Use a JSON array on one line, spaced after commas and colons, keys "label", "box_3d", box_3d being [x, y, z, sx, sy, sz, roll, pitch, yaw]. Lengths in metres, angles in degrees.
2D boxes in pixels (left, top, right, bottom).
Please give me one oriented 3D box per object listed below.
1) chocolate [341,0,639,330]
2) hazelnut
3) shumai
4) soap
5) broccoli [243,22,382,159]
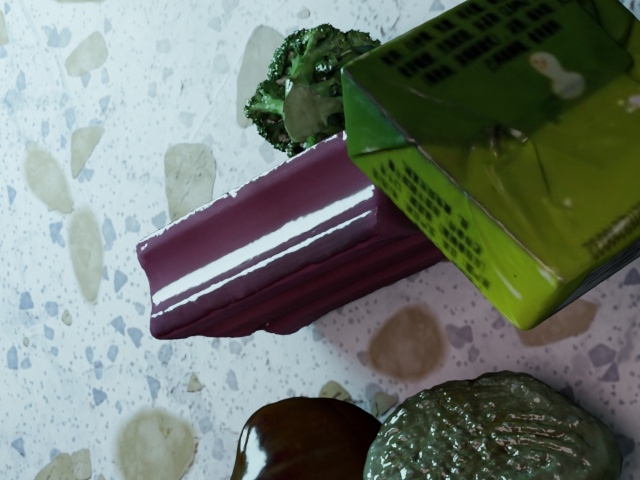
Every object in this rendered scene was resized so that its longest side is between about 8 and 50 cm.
[{"label": "chocolate", "box_3d": [0.209, -0.091, 1.363, 0.289, 0.301, 0.137, 46, 149, 23]}, {"label": "hazelnut", "box_3d": [-0.005, 0.285, 1.613, 0.229, 0.229, 0.229, 1, 92, 41]}, {"label": "shumai", "box_3d": [0.189, 0.266, 1.512, 0.260, 0.222, 0.225, -24, 43, 8]}, {"label": "soap", "box_3d": [0.000, 0.000, 1.593, 0.359, 0.233, 0.128, -26, 73, 38]}, {"label": "broccoli", "box_3d": [0.011, -0.150, 1.640, 0.195, 0.156, 0.195, 3, 107, 10]}]
